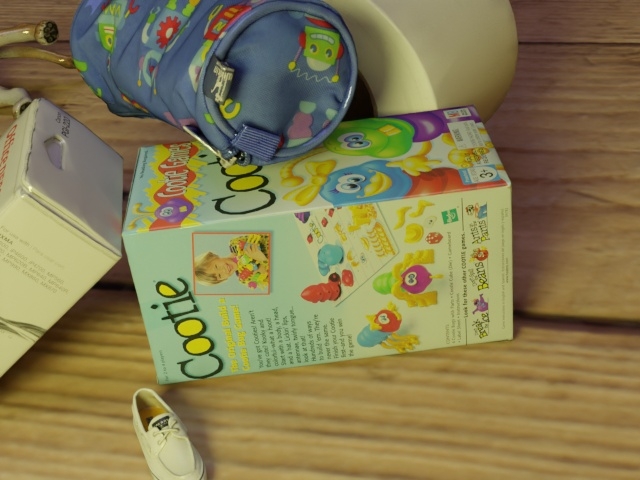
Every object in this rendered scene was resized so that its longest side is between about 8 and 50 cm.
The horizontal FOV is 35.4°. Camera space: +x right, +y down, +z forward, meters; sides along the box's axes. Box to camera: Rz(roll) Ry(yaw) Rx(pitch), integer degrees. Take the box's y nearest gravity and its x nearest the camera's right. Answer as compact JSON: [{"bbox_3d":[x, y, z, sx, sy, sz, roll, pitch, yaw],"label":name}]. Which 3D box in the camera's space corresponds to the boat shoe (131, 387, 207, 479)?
[{"bbox_3d":[-0.109,0.138,0.701,0.035,0.035,0.100,-19,35,-18],"label":"boat shoe"}]

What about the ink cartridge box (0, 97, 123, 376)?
[{"bbox_3d":[-0.251,0.017,0.765,0.218,0.092,0.159,-44,30,17],"label":"ink cartridge box"}]

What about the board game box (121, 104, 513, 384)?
[{"bbox_3d":[0.000,0.000,0.788,0.275,0.144,0.142,-7,32,0],"label":"board game box"}]

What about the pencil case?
[{"bbox_3d":[-0.098,-0.140,0.796,0.306,0.119,0.133,26,87,53],"label":"pencil case"}]

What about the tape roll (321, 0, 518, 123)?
[{"bbox_3d":[0.039,-0.163,0.935,0.246,0.246,0.169,15,39,30],"label":"tape roll"}]

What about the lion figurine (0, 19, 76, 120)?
[{"bbox_3d":[-0.485,-0.169,1.178,0.240,0.142,0.392,6,21,32],"label":"lion figurine"}]
